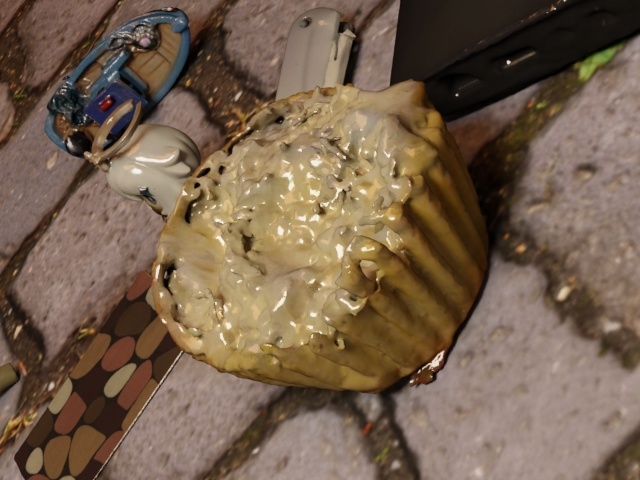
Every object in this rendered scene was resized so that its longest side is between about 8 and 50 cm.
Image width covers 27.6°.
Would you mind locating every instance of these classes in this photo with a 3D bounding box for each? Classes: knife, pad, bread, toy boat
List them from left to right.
[{"bbox_3d":[-0.209,0.147,1.251,0.235,0.003,0.158,-56,33,-2],"label":"pad"},{"bbox_3d":[-0.227,-0.180,1.476,0.223,0.100,0.097,-42,26,21],"label":"toy boat"},{"bbox_3d":[-0.012,-0.111,1.205,0.073,0.040,0.265,-12,51,32],"label":"knife"},{"bbox_3d":[0.000,0.000,0.996,0.274,0.149,0.274,-28,38,25],"label":"bread"}]

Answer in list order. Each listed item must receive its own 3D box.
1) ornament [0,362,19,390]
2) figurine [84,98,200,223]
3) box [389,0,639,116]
[{"bbox_3d":[-0.445,0.181,1.397,0.245,0.061,0.230,-32,57,-13],"label":"ornament"},{"bbox_3d":[-0.144,-0.070,1.228,0.132,0.154,0.132,-31,39,30],"label":"figurine"},{"bbox_3d":[0.186,-0.257,1.062,0.290,0.073,0.289,-24,43,38],"label":"box"}]
